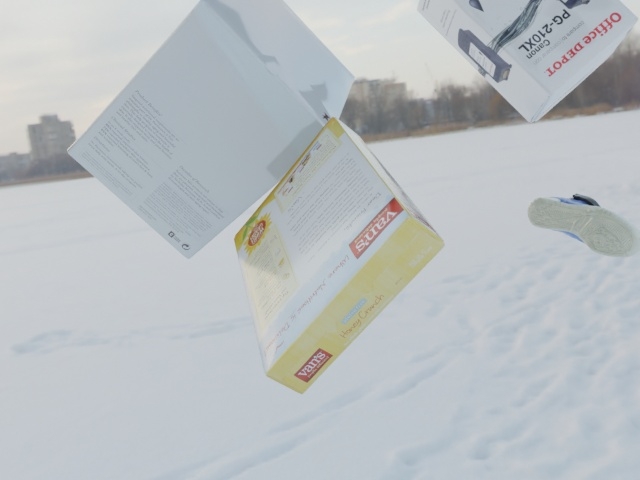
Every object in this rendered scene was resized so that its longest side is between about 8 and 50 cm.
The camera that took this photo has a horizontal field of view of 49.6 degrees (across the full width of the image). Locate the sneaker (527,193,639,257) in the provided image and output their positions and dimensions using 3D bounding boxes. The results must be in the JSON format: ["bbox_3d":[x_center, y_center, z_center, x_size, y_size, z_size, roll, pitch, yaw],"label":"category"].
[{"bbox_3d":[0.350,-0.021,0.883,0.084,0.058,0.152,-5,19,-40],"label":"sneaker"}]

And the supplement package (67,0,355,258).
[{"bbox_3d":[-0.127,-0.159,0.864,0.262,0.199,0.198,-37,18,28],"label":"supplement package"}]

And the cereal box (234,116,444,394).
[{"bbox_3d":[0.000,0.000,0.629,0.047,0.173,0.240,34,16,-28],"label":"cereal box"}]

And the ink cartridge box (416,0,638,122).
[{"bbox_3d":[0.278,-0.309,0.949,0.172,0.237,0.100,-41,-9,-8],"label":"ink cartridge box"}]
